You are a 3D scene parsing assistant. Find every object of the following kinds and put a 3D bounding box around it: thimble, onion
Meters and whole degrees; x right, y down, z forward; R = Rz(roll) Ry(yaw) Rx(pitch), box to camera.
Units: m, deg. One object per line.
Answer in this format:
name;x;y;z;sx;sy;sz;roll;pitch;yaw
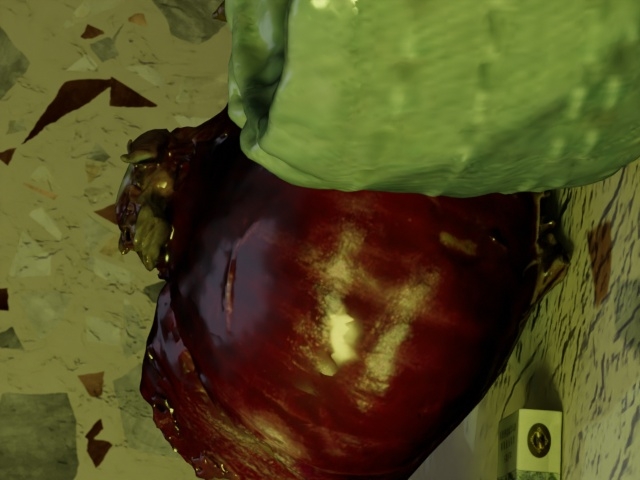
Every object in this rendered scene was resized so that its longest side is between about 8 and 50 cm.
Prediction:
thimble;0.046;-0.140;0.538;0.205;0.171;0.250;-121;34;-65
onion;0.000;0.000;0.775;0.314;0.232;0.314;-157;90;-87

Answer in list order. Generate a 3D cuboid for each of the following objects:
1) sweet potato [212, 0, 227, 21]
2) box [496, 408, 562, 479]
sweet potato;0.032;-0.166;0.743;0.249;0.069;0.059;-21;85;49
box;0.101;0.127;0.681;0.054;0.024;0.083;113;162;-75
